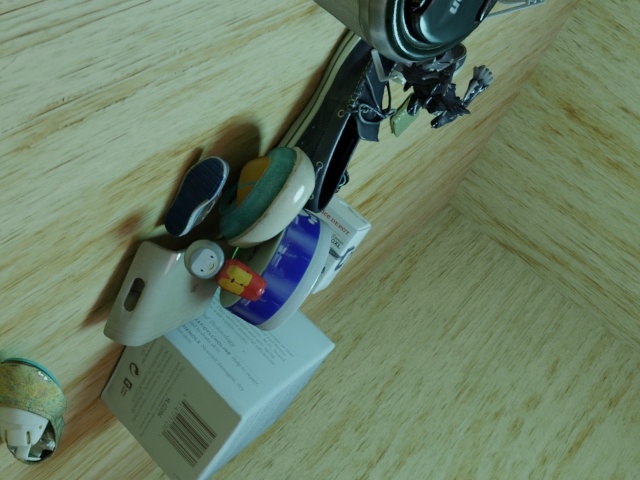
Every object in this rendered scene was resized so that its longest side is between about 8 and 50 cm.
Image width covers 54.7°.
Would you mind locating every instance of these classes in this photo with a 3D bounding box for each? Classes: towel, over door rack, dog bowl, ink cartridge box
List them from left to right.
[{"bbox_3d":[-0.097,0.048,1.289,0.265,0.104,0.264,-47,-158,26],"label":"dog bowl"},{"bbox_3d":[0.000,0.000,1.720,0.237,0.172,0.100,-55,164,24],"label":"ink cartridge box"},{"bbox_3d":[0.247,-0.362,1.807,0.110,0.027,0.148,-48,167,1],"label":"towel"},{"bbox_3d":[0.247,-0.399,1.014,0.324,0.108,0.239,-18,-162,41],"label":"over door rack"}]

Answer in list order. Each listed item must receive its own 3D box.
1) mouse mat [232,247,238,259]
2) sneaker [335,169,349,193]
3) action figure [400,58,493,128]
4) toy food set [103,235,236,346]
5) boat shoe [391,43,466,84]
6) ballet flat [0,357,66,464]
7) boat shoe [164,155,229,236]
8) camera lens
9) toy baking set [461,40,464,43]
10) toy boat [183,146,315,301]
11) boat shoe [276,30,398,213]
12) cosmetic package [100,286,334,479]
[{"bbox_3d":[-0.250,0.048,1.443,0.190,0.007,0.152,-25,152,-56],"label":"mouse mat"},{"bbox_3d":[0.011,-0.148,1.509,0.101,0.106,0.267,-48,167,-7],"label":"sneaker"},{"bbox_3d":[0.240,-0.310,1.228,0.140,0.164,0.276,-58,176,2],"label":"action figure"},{"bbox_3d":[-0.289,0.071,1.255,0.219,0.092,0.306,-61,166,20],"label":"toy food set"},{"bbox_3d":[0.267,-0.444,1.479,0.285,0.103,0.092,-23,153,-37],"label":"boat shoe"},{"bbox_3d":[-0.520,0.323,1.102,0.123,0.123,0.348,-39,166,-33],"label":"ballet flat"},{"bbox_3d":[-0.214,-0.085,1.104,0.183,0.066,0.066,-45,174,30],"label":"boat shoe"},{"bbox_3d":[0.074,-0.357,0.717,0.219,0.274,0.219,-31,150,-21],"label":"camera lens"},{"bbox_3d":[0.329,-0.511,1.648,0.197,0.030,0.256,-34,160,-45],"label":"toy baking set"},{"bbox_3d":[-0.133,-0.045,1.135,0.267,0.148,0.318,-36,-151,47],"label":"toy boat"},{"bbox_3d":[0.071,-0.270,1.267,0.500,0.156,0.187,-55,164,16],"label":"boat shoe"},{"bbox_3d":[-0.246,0.322,1.523,0.394,0.327,0.329,-25,153,-56],"label":"cosmetic package"}]
